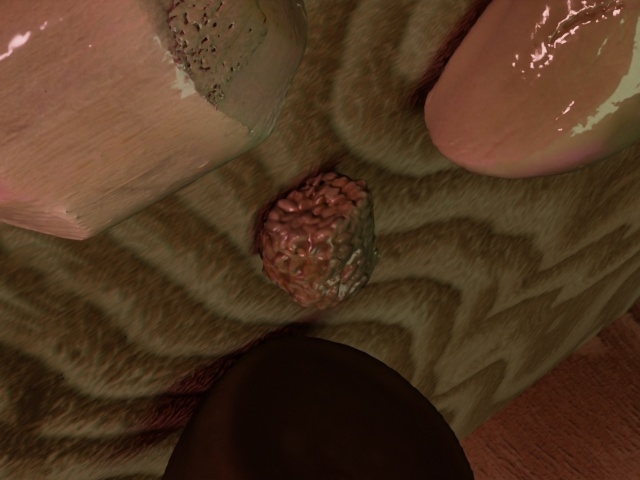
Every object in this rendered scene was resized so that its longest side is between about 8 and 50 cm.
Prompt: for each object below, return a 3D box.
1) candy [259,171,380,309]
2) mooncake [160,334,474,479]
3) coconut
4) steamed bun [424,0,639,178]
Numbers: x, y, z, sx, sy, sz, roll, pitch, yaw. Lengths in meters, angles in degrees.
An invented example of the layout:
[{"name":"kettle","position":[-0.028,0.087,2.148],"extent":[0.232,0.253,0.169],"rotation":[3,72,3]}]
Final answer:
[{"name":"candy","position":[0.000,0.000,1.150],"extent":[0.095,0.085,0.110],"rotation":[-41,154,-31]},{"name":"mooncake","position":[-0.005,0.239,1.364],"extent":[0.284,0.284,0.155],"rotation":[-24,154,-45]},{"name":"coconut","position":[-0.105,-0.087,0.570],"extent":[0.183,0.171,0.171],"rotation":[-22,168,15]},{"name":"steamed bun","position":[0.203,-0.133,1.124],"extent":[0.170,0.152,0.238],"rotation":[-15,146,-54]}]
